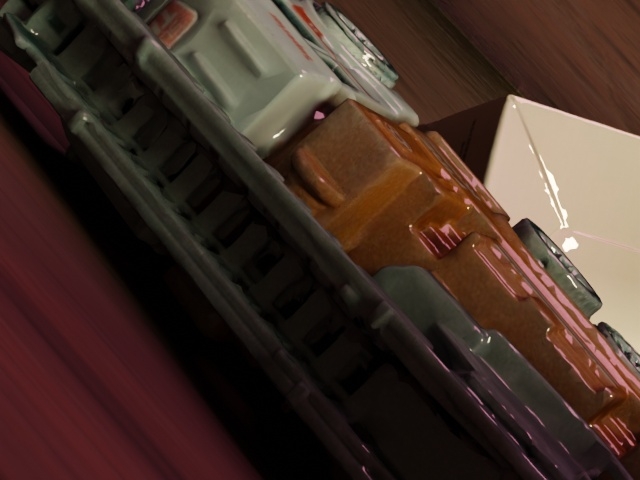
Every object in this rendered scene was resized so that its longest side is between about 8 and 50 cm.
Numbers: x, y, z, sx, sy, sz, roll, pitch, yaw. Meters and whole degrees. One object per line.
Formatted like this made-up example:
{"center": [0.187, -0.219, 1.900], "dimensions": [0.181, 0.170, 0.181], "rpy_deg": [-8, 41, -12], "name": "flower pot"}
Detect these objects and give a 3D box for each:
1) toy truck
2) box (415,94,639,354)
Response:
{"center": [0.000, 0.000, 0.491], "dimensions": [0.338, 0.133, 0.184], "rpy_deg": [52, 13, 19], "name": "toy truck"}
{"center": [0.147, 0.011, 0.879], "dimensions": [0.225, 0.143, 0.341], "rpy_deg": [16, -6, -14], "name": "box"}
